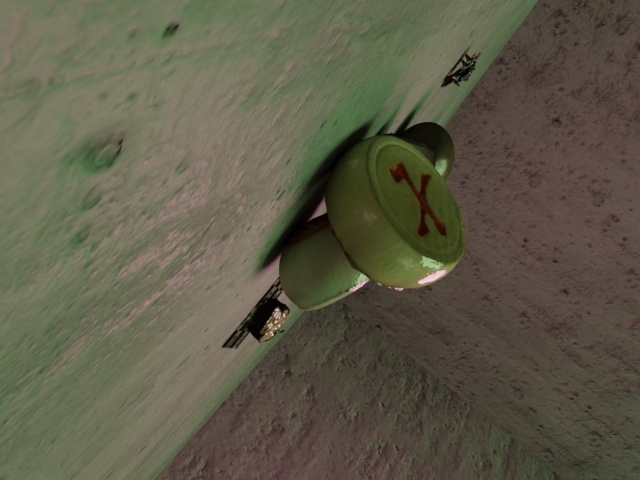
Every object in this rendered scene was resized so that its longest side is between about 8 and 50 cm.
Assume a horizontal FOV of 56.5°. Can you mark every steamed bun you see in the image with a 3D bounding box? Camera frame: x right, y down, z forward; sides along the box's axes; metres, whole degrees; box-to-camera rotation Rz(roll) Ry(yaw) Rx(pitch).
[{"bbox_3d":[0.023,0.027,1.402,0.282,0.177,0.283,-30,-173,4],"label":"steamed bun"}]

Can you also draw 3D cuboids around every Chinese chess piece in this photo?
[{"bbox_3d":[0.161,-0.060,1.273,0.140,0.338,0.338,-32,-173,37],"label":"Chinese chess piece"}]

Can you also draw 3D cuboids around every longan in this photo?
[{"bbox_3d":[0.310,-0.256,1.898,0.246,0.215,0.246,-35,-153,21],"label":"longan"}]

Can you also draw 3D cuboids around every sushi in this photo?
[{"bbox_3d":[-0.158,0.259,1.905,0.296,0.100,0.373,-51,174,-9],"label":"sushi"}]

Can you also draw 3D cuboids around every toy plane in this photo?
[{"bbox_3d":[0.459,-0.545,1.965,0.189,0.061,0.130,-49,175,-25],"label":"toy plane"}]

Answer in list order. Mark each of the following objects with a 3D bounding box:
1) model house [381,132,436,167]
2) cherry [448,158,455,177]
[{"bbox_3d":[0.169,-0.133,1.584,0.237,0.202,0.237,138,-41,-75],"label":"model house"},{"bbox_3d":[0.477,-0.338,2.659,0.255,0.218,0.296,-54,-175,28],"label":"cherry"}]
